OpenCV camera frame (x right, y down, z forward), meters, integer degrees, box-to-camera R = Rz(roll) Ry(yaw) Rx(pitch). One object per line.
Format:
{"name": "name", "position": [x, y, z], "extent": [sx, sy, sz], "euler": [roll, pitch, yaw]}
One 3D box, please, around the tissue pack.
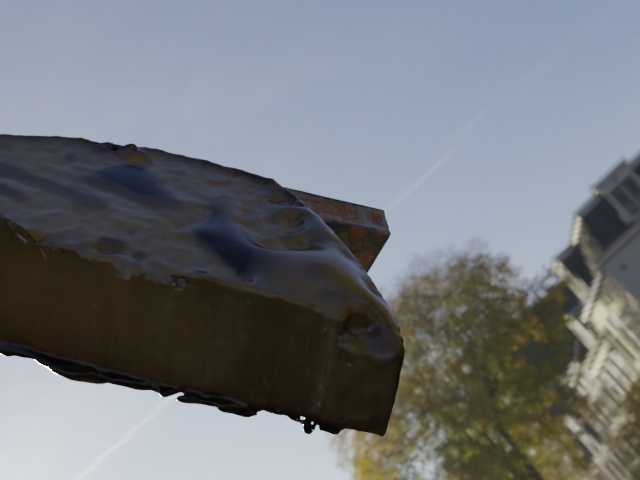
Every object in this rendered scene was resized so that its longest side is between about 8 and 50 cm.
{"name": "tissue pack", "position": [0.000, 0.000, 0.790], "extent": [0.083, 0.035, 0.063], "euler": [11, -50, -21]}

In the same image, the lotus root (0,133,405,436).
{"name": "lotus root", "position": [-0.084, 0.008, 0.544], "extent": [0.170, 0.260, 0.075], "euler": [-68, -12, -68]}
